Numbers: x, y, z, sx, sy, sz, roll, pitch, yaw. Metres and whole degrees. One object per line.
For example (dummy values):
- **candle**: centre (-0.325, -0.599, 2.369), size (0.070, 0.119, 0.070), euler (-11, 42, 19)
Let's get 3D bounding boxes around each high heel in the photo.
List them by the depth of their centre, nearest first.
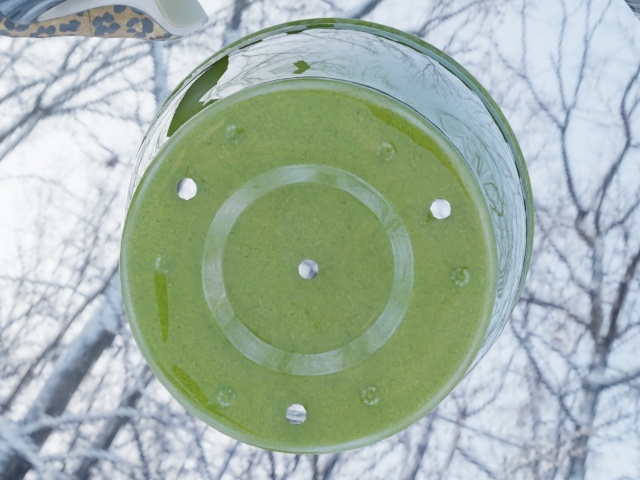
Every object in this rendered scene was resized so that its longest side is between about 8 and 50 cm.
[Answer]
- **high heel**: centre (-0.267, -0.268, 1.415), size (0.186, 0.093, 0.261), euler (-12, -8, 31)

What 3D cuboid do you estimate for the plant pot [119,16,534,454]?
- **plant pot**: centre (0.000, 0.000, 0.913), size (0.366, 0.366, 0.353), euler (26, 6, 0)

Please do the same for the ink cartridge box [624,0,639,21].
- **ink cartridge box**: centre (0.176, -0.167, 0.418), size (0.114, 0.197, 0.273), euler (8, -9, 34)
